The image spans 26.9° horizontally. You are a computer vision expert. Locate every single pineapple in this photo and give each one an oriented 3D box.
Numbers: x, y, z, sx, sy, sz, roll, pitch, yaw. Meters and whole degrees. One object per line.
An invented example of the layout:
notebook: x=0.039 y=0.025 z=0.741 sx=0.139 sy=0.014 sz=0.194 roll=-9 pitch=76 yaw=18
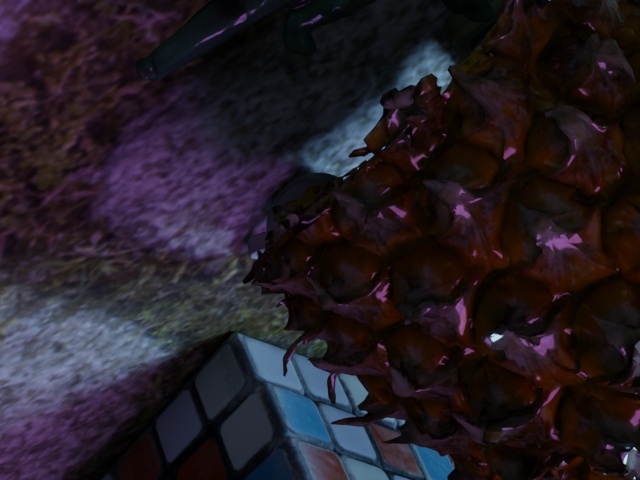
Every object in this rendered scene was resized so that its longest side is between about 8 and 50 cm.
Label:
pineapple: x=0.148 y=0.017 z=0.837 sx=0.352 sy=0.300 sz=0.352 roll=-42 pitch=170 yaw=-9

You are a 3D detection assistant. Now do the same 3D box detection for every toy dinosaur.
toy dinosaur: x=0.019 y=-0.157 z=0.808 sx=0.292 sy=0.079 sz=0.120 roll=-33 pitch=146 yaw=-9

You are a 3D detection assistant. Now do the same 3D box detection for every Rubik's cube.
Rubik's cube: x=-0.025 y=0.276 z=1.183 sx=0.259 sy=0.253 sz=0.256 roll=25 pitch=118 yaw=-42

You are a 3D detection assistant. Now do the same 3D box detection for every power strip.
power strip: x=0.148 y=-0.143 z=1.012 sx=0.076 sy=0.028 sz=0.169 roll=-40 pitch=151 yaw=8

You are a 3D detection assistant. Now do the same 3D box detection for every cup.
cup: x=0.000 y=0.000 z=1.046 sx=0.104 sy=0.074 sz=0.116 roll=-17 pitch=162 yaw=18
